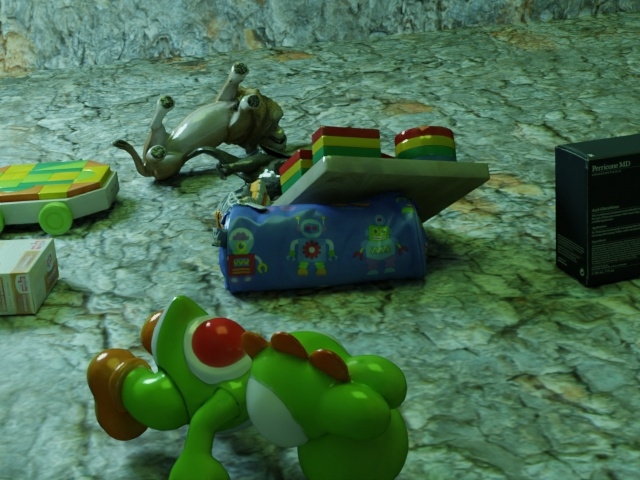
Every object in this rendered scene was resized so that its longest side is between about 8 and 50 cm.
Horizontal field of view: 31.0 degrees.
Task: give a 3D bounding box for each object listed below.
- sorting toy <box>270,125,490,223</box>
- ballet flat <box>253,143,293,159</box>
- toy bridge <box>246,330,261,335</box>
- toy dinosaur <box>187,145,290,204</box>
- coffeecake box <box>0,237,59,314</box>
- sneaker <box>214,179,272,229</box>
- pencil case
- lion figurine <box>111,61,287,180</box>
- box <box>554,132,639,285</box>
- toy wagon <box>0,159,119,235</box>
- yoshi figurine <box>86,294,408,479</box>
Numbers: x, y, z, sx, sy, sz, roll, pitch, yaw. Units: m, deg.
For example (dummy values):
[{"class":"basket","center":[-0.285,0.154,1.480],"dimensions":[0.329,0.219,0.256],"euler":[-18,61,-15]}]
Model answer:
[{"class":"sorting toy","center":[0.078,-0.098,1.718],"dimensions":[0.255,0.089,0.257],"euler":[1,-16,-21]},{"class":"ballet flat","center":[-0.058,-0.150,2.190],"dimensions":[0.173,0.049,0.057],"euler":[9,24,32]},{"class":"toy bridge","center":[-0.095,0.160,1.370],"dimensions":[0.063,0.026,0.188],"euler":[1,21,11]},{"class":"toy dinosaur","center":[-0.086,-0.110,2.038],"dimensions":[0.313,0.121,0.160],"euler":[1,8,26]},{"class":"coffeecake box","center":[-0.490,0.054,1.676],"dimensions":[0.185,0.068,0.142],"euler":[-3,20,3]},{"class":"sneaker","center":[-0.131,-0.033,1.854],"dimensions":[0.083,0.084,0.215],"euler":[-15,15,10]},{"class":"pencil case","center":[0.000,0.000,1.644],"dimensions":[0.306,0.133,0.119],"euler":[-4,9,-3]},{"class":"lion figurine","center":[-0.233,-0.204,2.224],"dimensions":[0.392,0.142,0.240],"euler":[-22,-15,-23]},{"class":"box","center":[0.470,-0.055,1.631],"dimensions":[0.261,0.184,0.103],"euler":[-8,21,-14]},{"class":"toy wagon","center":[-0.539,-0.078,2.052],"dimensions":[0.344,0.068,0.267],"euler":[-3,19,2]},{"class":"yoshi figurine","center":[-0.055,0.176,1.168],"dimensions":[0.362,0.203,0.203],"euler":[3,-11,42]}]
